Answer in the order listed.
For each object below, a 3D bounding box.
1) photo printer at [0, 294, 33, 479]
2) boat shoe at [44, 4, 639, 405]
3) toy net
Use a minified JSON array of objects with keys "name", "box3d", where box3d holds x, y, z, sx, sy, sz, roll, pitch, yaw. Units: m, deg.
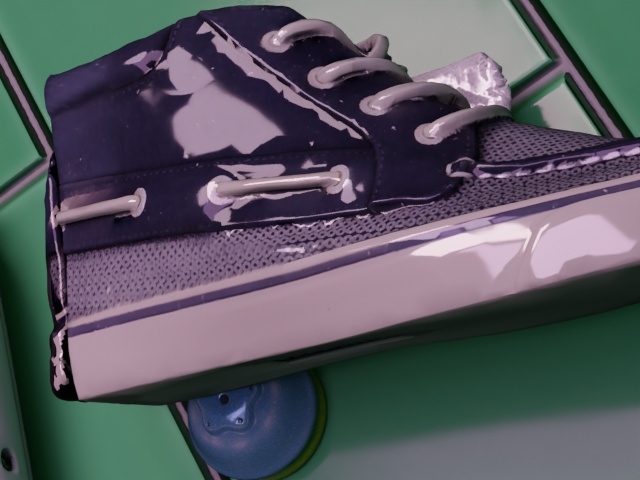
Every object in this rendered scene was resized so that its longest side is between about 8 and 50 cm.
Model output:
[{"name":"photo printer","box3d":[-0.270,0.122,0.828,0.256,0.107,0.307,-18,71,12]},{"name":"boat shoe","box3d":[0.028,-0.036,0.685,0.341,0.127,0.158,-14,79,20]},{"name":"toy net","box3d":[0.000,0.000,0.786,0.232,0.045,0.122,-49,63,4]}]
